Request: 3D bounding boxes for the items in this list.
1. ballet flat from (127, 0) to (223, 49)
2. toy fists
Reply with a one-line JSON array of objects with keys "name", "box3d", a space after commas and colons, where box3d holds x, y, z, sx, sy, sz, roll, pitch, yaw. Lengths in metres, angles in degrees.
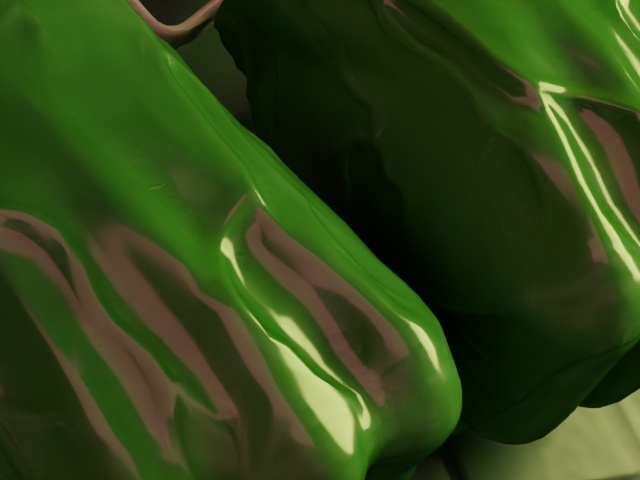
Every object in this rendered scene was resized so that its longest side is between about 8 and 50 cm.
[{"name": "ballet flat", "box3d": [-0.077, -0.088, 0.497, 0.280, 0.095, 0.096, -21, 79, -40]}, {"name": "toy fists", "box3d": [0.000, 0.000, 0.462, 0.279, 0.096, 0.142, -22, 60, -40]}]
